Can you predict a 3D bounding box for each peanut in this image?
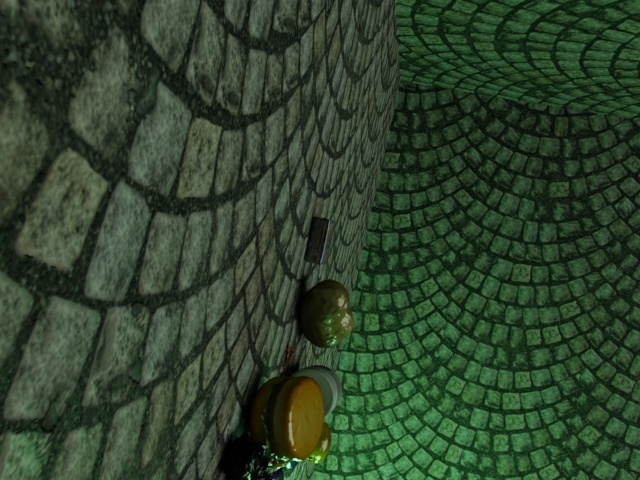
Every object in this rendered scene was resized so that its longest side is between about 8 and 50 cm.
[{"bbox_3d":[0.024,0.264,1.874,0.387,0.192,0.169,87,26,-57],"label":"peanut"}]

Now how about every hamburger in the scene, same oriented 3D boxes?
[{"bbox_3d":[-0.105,0.483,1.465,0.246,0.170,0.246,17,70,-60],"label":"hamburger"}]

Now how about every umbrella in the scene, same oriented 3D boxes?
[{"bbox_3d":[-0.181,0.608,1.375,0.110,0.122,0.272,-99,180,-48],"label":"umbrella"}]

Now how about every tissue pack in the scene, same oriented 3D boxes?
[{"bbox_3d":[0.000,0.000,1.779,0.115,0.065,0.155,4,100,-78],"label":"tissue pack"}]

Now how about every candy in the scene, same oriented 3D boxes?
[{"bbox_3d":[-0.180,0.872,1.860,0.275,0.070,0.145,86,26,-71],"label":"candy"}]

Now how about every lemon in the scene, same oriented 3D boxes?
[{"bbox_3d":[-0.027,0.939,2.510,0.170,0.170,0.207,88,12,-55],"label":"lemon"}]

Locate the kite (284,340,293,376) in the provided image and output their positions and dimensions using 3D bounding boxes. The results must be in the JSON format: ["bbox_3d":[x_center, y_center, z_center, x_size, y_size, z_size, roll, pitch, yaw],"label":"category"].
[{"bbox_3d":[-0.110,0.419,1.857,0.125,0.008,0.222,-58,159,-69],"label":"kite"}]

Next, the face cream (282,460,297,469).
[{"bbox_3d":[-0.122,0.711,1.889,0.149,0.083,0.264,-96,-176,-49],"label":"face cream"}]

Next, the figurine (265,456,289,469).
[{"bbox_3d":[-0.144,0.616,1.546,0.178,0.130,0.109,51,55,-78],"label":"figurine"}]

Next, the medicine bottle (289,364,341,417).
[{"bbox_3d":[-0.026,0.560,1.955,0.332,0.190,0.189,59,44,-77],"label":"medicine bottle"}]
